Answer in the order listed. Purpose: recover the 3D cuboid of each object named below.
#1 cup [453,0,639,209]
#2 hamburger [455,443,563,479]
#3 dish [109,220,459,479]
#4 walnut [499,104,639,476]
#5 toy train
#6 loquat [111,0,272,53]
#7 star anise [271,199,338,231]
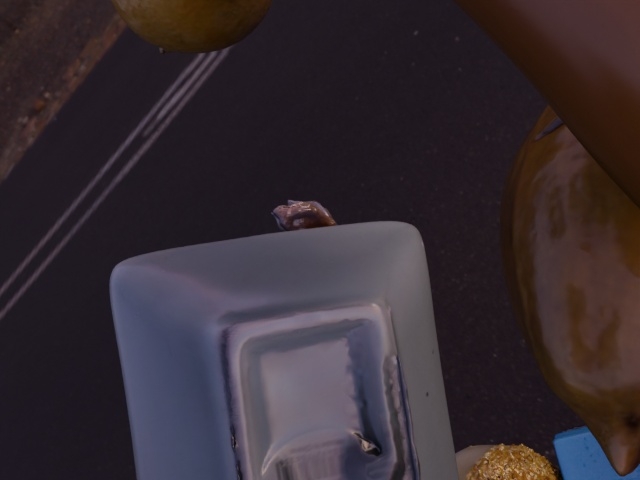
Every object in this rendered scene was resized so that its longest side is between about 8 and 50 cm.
[{"bbox_3d":[0.196,-0.149,0.412,0.264,0.226,0.182,45,119,10],"label":"cup"},{"bbox_3d":[0.306,0.482,1.111,0.276,0.294,0.179,-26,13,-33],"label":"hamburger"},{"bbox_3d":[-0.005,0.115,0.345,0.080,0.181,0.243,166,95,-77],"label":"dish"},{"bbox_3d":[0.252,0.021,0.559,0.209,0.209,0.336,-14,60,43],"label":"walnut"},{"bbox_3d":[0.520,0.450,1.145,0.188,0.300,0.265,-21,46,20],"label":"toy train"},{"bbox_3d":[-0.101,-0.212,0.523,0.141,0.141,0.141,-28,45,33],"label":"loquat"},{"bbox_3d":[0.000,0.000,1.248,0.093,0.236,0.229,-41,48,6],"label":"star anise"}]
